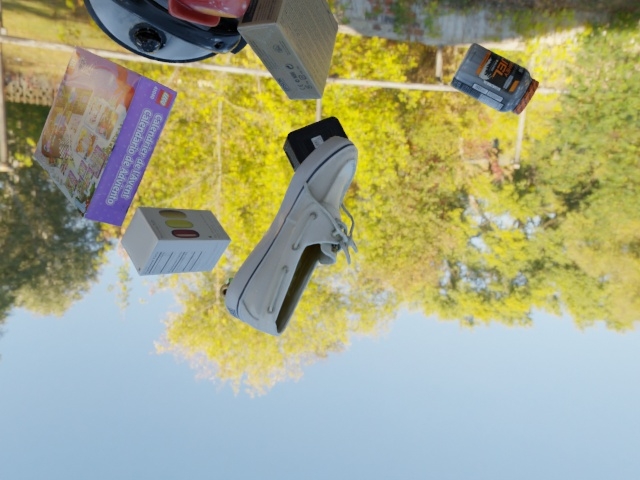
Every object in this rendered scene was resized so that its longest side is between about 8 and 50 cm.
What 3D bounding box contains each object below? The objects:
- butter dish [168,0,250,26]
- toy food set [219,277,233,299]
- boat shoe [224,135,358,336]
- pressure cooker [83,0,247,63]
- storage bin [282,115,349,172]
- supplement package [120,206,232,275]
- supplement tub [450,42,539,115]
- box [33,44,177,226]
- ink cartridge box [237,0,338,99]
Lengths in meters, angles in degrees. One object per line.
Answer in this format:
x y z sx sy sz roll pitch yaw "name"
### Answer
-0.146 -0.413 0.766 0.118 0.159 0.160 20 -160 12 "butter dish"
-0.216 0.134 1.238 0.020 0.082 0.083 6 -135 -55 "toy food set"
-0.003 -0.002 0.828 0.157 0.367 0.136 27 167 26 "boat shoe"
-0.322 -0.598 1.059 0.370 0.420 0.375 -8 152 -3 "pressure cooker"
-0.012 -0.290 1.514 0.180 0.122 0.084 -25 175 -17 "storage bin"
-0.401 0.001 1.377 0.244 0.134 0.139 -1 -135 -52 "supplement package"
0.431 -0.395 1.218 0.190 0.117 0.117 29 -167 4 "supplement tub"
-0.335 -0.168 0.735 0.057 0.200 0.293 17 -168 -47 "box"
-0.055 -0.430 0.990 0.088 0.193 0.235 4 162 24 "ink cartridge box"
